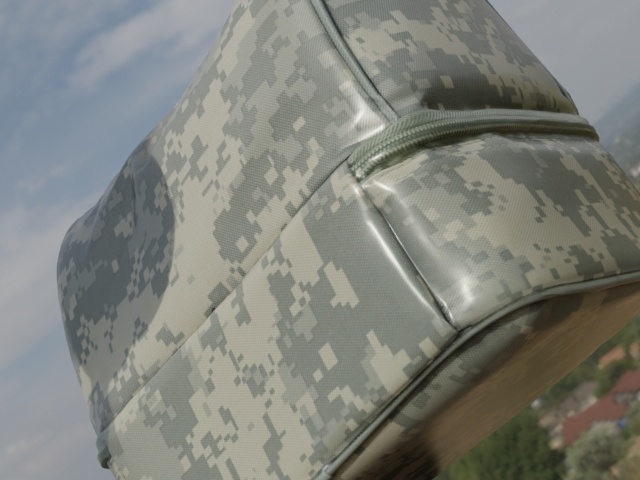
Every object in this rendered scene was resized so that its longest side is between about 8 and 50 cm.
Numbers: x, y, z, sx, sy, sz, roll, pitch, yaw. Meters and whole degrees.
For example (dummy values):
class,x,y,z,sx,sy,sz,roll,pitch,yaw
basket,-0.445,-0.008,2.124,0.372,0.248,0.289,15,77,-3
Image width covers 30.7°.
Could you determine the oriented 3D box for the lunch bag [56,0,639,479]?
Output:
class,x,y,z,sx,sy,sz,roll,pitch,yaw
lunch bag,0.000,0.000,0.623,0.212,0.256,0.305,-12,-29,-49
